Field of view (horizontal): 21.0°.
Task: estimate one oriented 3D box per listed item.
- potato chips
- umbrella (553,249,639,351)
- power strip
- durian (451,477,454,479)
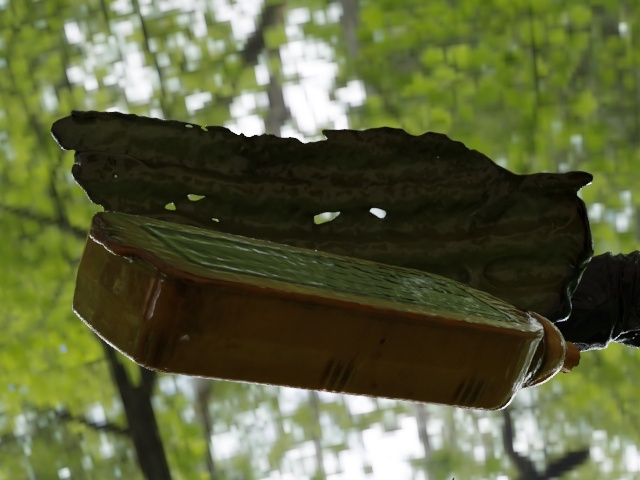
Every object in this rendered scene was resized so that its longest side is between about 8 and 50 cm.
[{"bbox_3d":[0.000,0.000,0.644,0.207,0.092,0.028,6,173,-7],"label":"potato chips"},{"bbox_3d":[0.113,0.036,0.959,0.224,0.071,0.080,-7,-177,4],"label":"umbrella"},{"bbox_3d":[0.010,0.023,0.481,0.178,0.028,0.049,10,-166,-40],"label":"power strip"},{"bbox_3d":[0.139,0.303,1.275,0.138,0.237,0.193,-46,-174,-15],"label":"durian"}]
